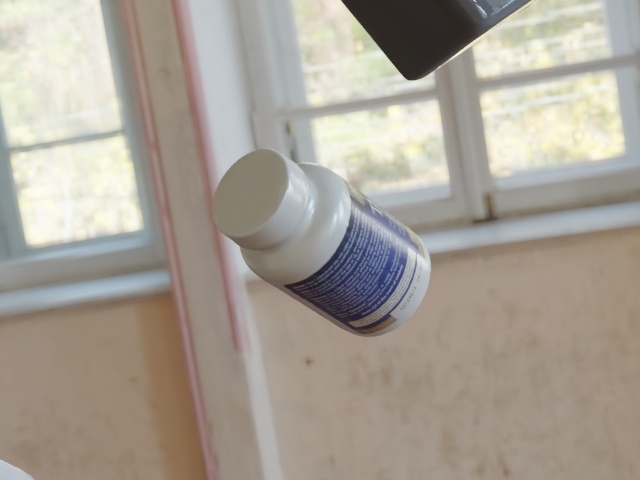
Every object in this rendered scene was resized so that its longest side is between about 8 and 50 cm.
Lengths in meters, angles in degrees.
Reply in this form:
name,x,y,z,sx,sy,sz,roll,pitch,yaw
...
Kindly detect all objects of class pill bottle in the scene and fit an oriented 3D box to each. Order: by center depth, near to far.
name,x,y,z,sx,sy,sz,roll,pitch,yaw
pill bottle,0.000,0.000,0.744,0.067,0.067,0.120,-2,-25,39

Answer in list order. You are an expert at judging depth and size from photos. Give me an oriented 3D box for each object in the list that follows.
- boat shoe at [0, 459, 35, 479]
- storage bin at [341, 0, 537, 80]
name,x,y,z,sx,sy,sz,roll,pitch,yaw
boat shoe,-0.138,0.052,0.215,0.095,0.084,0.258,-8,-24,32
storage bin,0.058,-0.128,0.522,0.135,0.091,0.098,-37,2,-30
